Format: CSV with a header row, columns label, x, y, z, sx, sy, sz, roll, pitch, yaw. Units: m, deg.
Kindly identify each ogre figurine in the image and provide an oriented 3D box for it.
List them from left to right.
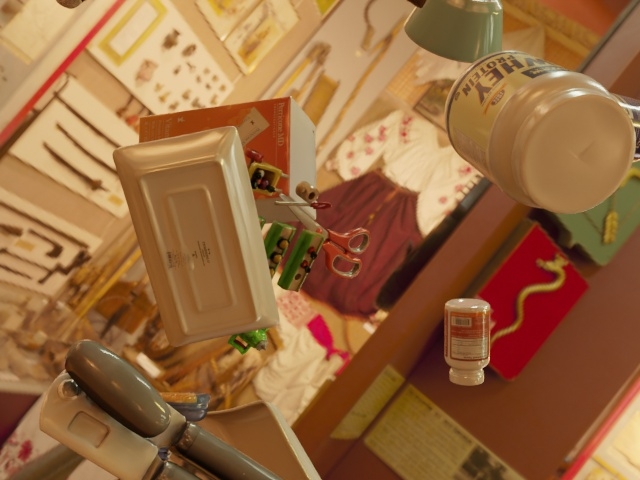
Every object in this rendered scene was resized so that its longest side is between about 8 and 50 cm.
label,x,y,z,sx,sy,sz,roll,pitch,yaw
ogre figurine,-0.167,0.169,1.504,0.197,0.097,0.118,-9,-59,54

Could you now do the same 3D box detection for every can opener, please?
label,x,y,z,sx,sy,sz,roll,pitch,yaw
can opener,-0.111,0.192,0.612,0.280,0.074,0.093,37,-31,-11

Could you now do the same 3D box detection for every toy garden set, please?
label,x,y,z,sx,sy,sz,roll,pitch,yaw
toy garden set,-0.073,-0.020,1.136,0.244,0.204,0.049,15,16,-44

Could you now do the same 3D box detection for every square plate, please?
label,x,y,z,sx,sy,sz,roll,pitch,yaw
square plate,-0.103,0.496,1.539,0.344,0.049,0.347,-27,-86,53

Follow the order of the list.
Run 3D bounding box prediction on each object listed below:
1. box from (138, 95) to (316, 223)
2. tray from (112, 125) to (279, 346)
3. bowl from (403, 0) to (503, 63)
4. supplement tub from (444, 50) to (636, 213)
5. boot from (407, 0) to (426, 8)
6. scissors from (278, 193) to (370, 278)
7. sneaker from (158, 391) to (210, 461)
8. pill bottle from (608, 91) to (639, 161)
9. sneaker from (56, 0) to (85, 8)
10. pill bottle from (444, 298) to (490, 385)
label,x,y,z,sx,sy,sz,roll,pitch,yaw
box,-0.195,-0.151,1.510,0.345,0.215,0.168,-5,-15,17
tray,-0.140,0.009,0.850,0.030,0.145,0.271,-105,-176,-63
bowl,0.419,-0.679,2.162,0.311,0.311,0.163,38,-44,26
supplement tub,0.379,-0.197,1.284,0.235,0.235,0.325,41,10,-24
boot,0.161,-0.473,1.287,0.106,0.082,0.219,34,41,0
scissors,0.000,0.000,1.343,0.021,0.109,0.297,32,7,39
sneaker,-0.277,0.341,1.256,0.111,0.131,0.296,12,-27,-31
pill bottle,0.678,-0.255,1.650,0.264,0.153,0.153,-2,28,-41
sneaker,-0.330,-0.483,1.251,0.101,0.268,0.153,53,12,23
pill bottle,0.394,0.272,1.939,0.121,0.216,0.121,-1,8,0
